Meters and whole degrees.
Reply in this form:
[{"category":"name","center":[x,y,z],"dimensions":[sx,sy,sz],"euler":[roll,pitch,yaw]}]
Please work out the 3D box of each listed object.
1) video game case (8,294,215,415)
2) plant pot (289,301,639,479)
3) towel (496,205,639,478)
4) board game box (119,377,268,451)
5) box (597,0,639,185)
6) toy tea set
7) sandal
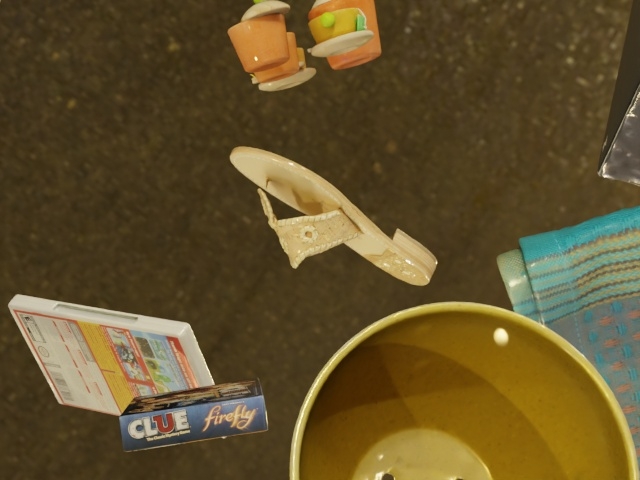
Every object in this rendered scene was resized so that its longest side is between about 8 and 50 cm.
[{"category":"video game case","center":[-0.271,0.170,1.875],"dimensions":[0.025,0.285,0.204],"euler":[-57,143,-39]},{"category":"plant pot","center":[0.050,0.103,0.566],"dimensions":[0.134,0.134,0.095],"euler":[-47,172,-19]},{"category":"towel","center":[0.300,0.073,0.726],"dimensions":[0.040,0.370,0.271],"euler":[-80,154,-59]},{"category":"board game box","center":[-0.149,0.206,1.662],"dimensions":[0.243,0.165,0.042],"euler":[163,-81,-85]},{"category":"box","center":[0.441,-0.176,1.291],"dimensions":[0.183,0.294,0.296],"euler":[99,8,-54]},{"category":"toy tea set","center":[-0.026,-0.293,1.864],"dimensions":[0.200,0.124,0.336],"euler":[-17,179,6]},{"category":"sandal","center":[0.002,-0.001,1.382],"dimensions":[0.079,0.240,0.088],"euler":[-64,-166,-21]}]
